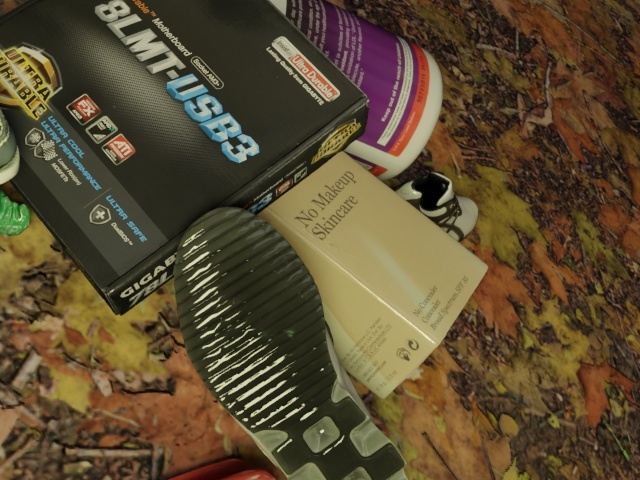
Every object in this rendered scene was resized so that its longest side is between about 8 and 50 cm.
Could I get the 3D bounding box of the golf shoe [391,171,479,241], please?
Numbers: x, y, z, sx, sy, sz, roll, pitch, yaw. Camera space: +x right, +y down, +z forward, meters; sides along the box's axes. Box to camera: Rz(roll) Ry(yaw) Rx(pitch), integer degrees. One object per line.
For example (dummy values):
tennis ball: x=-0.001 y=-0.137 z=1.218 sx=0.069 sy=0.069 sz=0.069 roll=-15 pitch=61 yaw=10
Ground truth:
golf shoe: x=0.156 y=-0.043 z=1.168 sx=0.198 sy=0.094 sz=0.077 roll=-6 pitch=62 yaw=-45

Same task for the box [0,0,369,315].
box: x=-0.158 y=-0.130 z=0.840 sx=0.293 sy=0.073 sz=0.295 roll=-37 pitch=73 yaw=-14

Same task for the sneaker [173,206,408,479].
sneaker: x=-0.038 y=0.117 z=0.811 sx=0.123 sy=0.146 sz=0.330 roll=-28 pitch=106 yaw=-9

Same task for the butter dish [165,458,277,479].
butter dish: x=-0.067 y=0.249 z=0.724 sx=0.160 sy=0.118 sz=0.160 roll=-9 pitch=65 yaw=-45

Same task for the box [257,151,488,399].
box: x=0.000 y=0.000 z=0.939 sx=0.311 sy=0.121 sz=0.148 roll=38 pitch=46 yaw=3

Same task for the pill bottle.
pill bottle: x=-0.026 y=-0.198 z=1.067 sx=0.323 sy=0.181 sz=0.181 roll=19 pitch=48 yaw=-29

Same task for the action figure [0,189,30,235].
action figure: x=-0.359 y=-0.050 z=0.755 sx=0.232 sy=0.063 sz=0.137 roll=19 pitch=46 yaw=-23

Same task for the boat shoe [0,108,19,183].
boat shoe: x=-0.362 y=-0.161 z=0.740 sx=0.319 sy=0.099 sz=0.116 roll=41 pitch=43 yaw=21
